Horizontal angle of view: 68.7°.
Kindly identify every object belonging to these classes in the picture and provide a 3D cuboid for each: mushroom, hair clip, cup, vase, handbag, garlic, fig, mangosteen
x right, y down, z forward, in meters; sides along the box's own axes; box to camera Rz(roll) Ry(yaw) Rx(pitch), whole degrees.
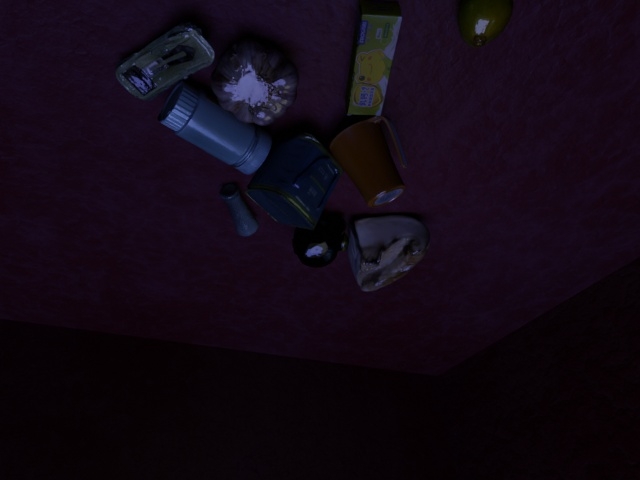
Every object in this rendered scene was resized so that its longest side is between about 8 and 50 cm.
[{"bbox_3d":[0.274,0.064,2.027,0.314,0.224,0.397,-13,152,-9],"label":"mushroom"},{"bbox_3d":[-0.420,-0.500,1.287,0.321,0.091,0.138,-13,143,31],"label":"hair clip"},{"bbox_3d":[0.169,-0.258,1.489,0.182,0.264,0.226,-11,159,-48],"label":"cup"},{"bbox_3d":[-0.317,-0.120,1.809,0.096,0.096,0.219,-9,140,9],"label":"vase"},{"bbox_3d":[-0.081,-0.196,1.548,0.222,0.241,0.263,11,159,38],"label":"handbag"},{"bbox_3d":[-0.180,-0.447,1.322,0.245,0.160,0.245,2,124,3],"label":"garlic"},{"bbox_3d":[0.420,-0.578,1.203,0.136,0.120,0.153,6,120,-3],"label":"fig"},{"bbox_3d":[0.000,0.000,1.897,0.243,0.243,0.243,-1,144,-1],"label":"mangosteen"}]

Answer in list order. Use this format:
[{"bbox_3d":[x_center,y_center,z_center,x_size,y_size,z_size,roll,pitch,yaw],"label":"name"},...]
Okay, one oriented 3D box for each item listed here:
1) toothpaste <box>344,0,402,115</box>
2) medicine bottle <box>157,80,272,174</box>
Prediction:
[{"bbox_3d":[0.141,-0.502,1.319,0.110,0.077,0.327,-1,144,-6],"label":"toothpaste"},{"bbox_3d":[-0.320,-0.344,1.443,0.318,0.158,0.158,28,134,-35],"label":"medicine bottle"}]
